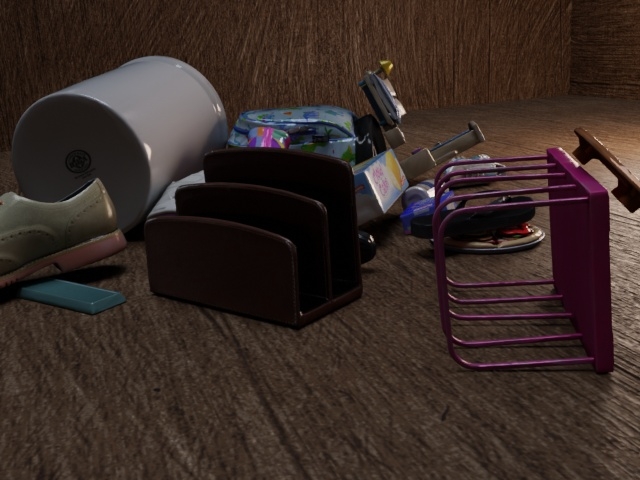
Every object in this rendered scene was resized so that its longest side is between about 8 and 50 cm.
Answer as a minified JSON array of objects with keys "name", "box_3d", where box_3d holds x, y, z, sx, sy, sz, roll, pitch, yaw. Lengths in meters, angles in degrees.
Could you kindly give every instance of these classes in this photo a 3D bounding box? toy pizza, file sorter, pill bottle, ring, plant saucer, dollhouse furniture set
[{"name":"toy pizza","box_3d":[0.294,-0.019,1.356,0.202,0.032,0.201,-4,15,1]},{"name":"file sorter","box_3d":[0.233,0.014,0.942,0.182,0.202,0.290,-5,15,9]},{"name":"pill bottle","box_3d":[0.220,-0.089,1.568,0.067,0.067,0.120,5,18,30]},{"name":"ring","box_3d":[0.409,-0.004,0.885,0.032,0.336,0.336,-44,5,18]},{"name":"plant saucer","box_3d":[-0.389,0.083,1.179,0.192,0.018,0.067,8,19,34]},{"name":"dollhouse furniture set","box_3d":[0.228,-0.321,1.804,0.198,0.303,0.286,-29,1,9]}]

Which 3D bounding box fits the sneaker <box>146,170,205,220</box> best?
[{"name":"sneaker","box_3d":[-0.186,-0.091,1.435,0.305,0.114,0.152,-7,46,25]}]

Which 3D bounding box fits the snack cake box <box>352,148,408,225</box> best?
[{"name":"snack cake box","box_3d":[0.065,-0.088,1.466,0.152,0.089,0.264,-23,8,20]}]

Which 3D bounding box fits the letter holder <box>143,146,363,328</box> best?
[{"name":"letter holder","box_3d":[-0.107,-0.021,1.114,0.302,0.214,0.152,9,19,37]}]

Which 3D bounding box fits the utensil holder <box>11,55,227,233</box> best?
[{"name":"utensil holder","box_3d":[-0.420,-0.208,1.640,0.328,0.327,0.385,0,21,15]}]

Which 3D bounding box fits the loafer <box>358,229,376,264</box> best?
[{"name":"loafer","box_3d":[0.000,0.000,1.273,0.223,0.076,0.078,3,24,35]}]

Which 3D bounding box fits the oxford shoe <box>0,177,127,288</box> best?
[{"name":"oxford shoe","box_3d":[-0.519,0.003,1.221,0.397,0.146,0.141,-20,14,-33]}]

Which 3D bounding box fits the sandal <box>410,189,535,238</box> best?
[{"name":"sandal","box_3d":[0.272,-0.051,1.310,0.255,0.054,0.097,-12,16,-29]}]

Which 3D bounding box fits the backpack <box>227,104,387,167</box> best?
[{"name":"backpack","box_3d":[-0.039,-0.208,1.798,0.356,0.273,0.290,-15,18,14]}]

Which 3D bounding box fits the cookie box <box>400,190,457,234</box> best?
[{"name":"cookie box","box_3d":[0.207,-0.054,1.447,0.092,0.040,0.107,-18,9,22]}]

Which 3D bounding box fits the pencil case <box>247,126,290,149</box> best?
[{"name":"pencil case","box_3d":[-0.116,-0.135,1.578,0.105,0.104,0.236,-3,48,5]}]

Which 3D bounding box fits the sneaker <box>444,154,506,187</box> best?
[{"name":"sneaker","box_3d":[0.372,-0.162,1.807,0.191,0.071,0.083,-19,30,-37]}]
